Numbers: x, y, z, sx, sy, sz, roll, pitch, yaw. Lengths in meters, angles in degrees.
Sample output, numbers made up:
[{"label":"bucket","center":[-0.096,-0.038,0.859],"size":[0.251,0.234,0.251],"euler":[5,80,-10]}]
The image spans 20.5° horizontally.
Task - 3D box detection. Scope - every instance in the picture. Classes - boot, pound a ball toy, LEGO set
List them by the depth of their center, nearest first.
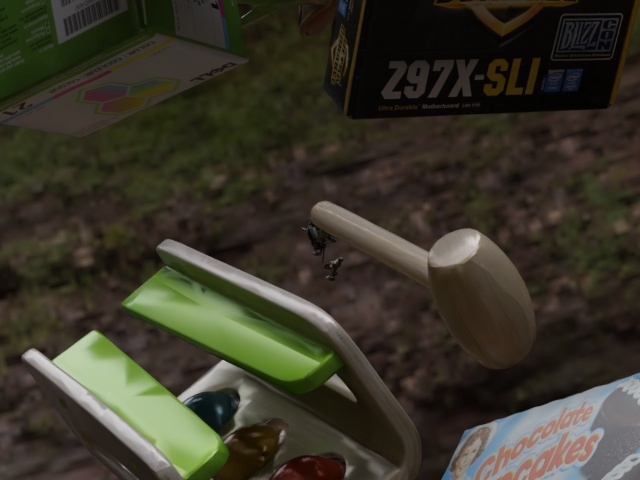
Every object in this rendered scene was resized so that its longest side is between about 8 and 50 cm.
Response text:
[{"label":"pound a ball toy","center":[-0.019,0.083,1.018],"size":[0.208,0.135,0.319],"euler":[-40,23,-14]},{"label":"LEGO set","center":[-0.001,0.002,1.734],"size":[0.023,0.083,0.054],"euler":[5,29,23]},{"label":"boot","center":[0.046,-0.297,2.192],"size":[0.152,0.073,0.197],"euler":[-1,-5,3]}]

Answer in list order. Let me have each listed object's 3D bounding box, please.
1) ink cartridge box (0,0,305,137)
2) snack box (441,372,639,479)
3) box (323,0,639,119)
[{"label":"ink cartridge box","center":[-0.133,-0.154,1.417],"size":[0.189,0.097,0.255],"euler":[-21,-17,32]},{"label":"snack box","center":[0.162,0.196,1.232],"size":[0.060,0.187,0.322],"euler":[35,-27,-12]},{"label":"box","center":[0.176,-0.258,1.817],"size":[0.322,0.079,0.257],"euler":[-4,-57,-24]}]
